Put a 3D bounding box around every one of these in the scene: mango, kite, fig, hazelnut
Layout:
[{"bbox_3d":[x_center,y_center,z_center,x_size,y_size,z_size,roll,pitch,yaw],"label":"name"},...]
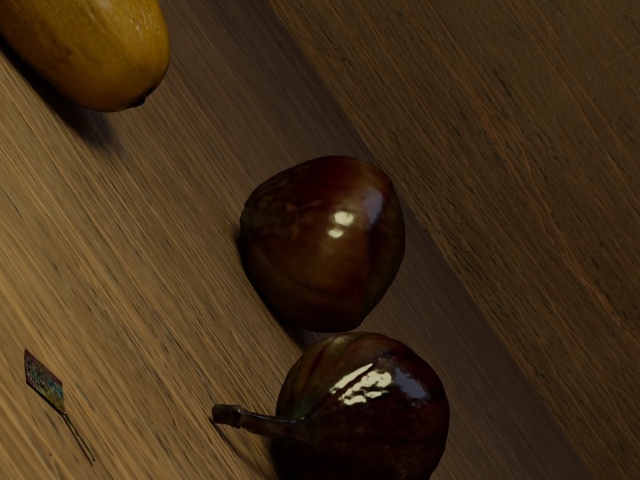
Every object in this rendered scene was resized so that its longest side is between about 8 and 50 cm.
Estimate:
[{"bbox_3d":[-0.244,-0.237,1.349,0.295,0.120,0.177,52,17,-10],"label":"mango"},{"bbox_3d":[-0.159,0.099,0.955,0.078,0.002,0.044,53,10,-10],"label":"kite"},{"bbox_3d":[0.029,0.146,1.276,0.148,0.149,0.202,39,-4,16],"label":"fig"},{"bbox_3d":[0.000,0.000,1.640,0.178,0.178,0.204,47,43,-41],"label":"hazelnut"}]
